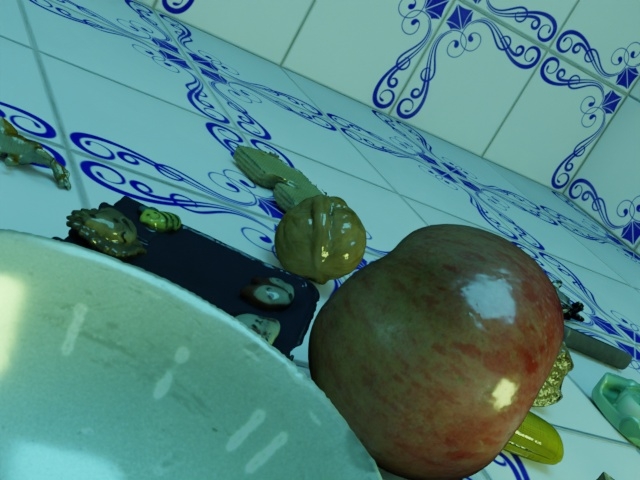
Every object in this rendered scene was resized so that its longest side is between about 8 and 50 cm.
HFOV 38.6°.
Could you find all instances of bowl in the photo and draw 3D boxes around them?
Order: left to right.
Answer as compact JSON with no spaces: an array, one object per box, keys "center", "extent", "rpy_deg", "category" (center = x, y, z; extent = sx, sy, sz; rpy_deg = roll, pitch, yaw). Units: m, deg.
[{"center":[-0.175,0.188,0.628],"extent":[0.434,0.196,0.435],"rpy_deg":[26,18,-9],"category":"bowl"}]

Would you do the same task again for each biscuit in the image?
[{"center":[-0.068,-0.112,1.880],"extent":[0.147,0.046,0.250],"rpy_deg":[9,28,-46],"category":"biscuit"}]

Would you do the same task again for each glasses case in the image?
[{"center":[0.253,0.262,1.334],"extent":[0.234,0.064,0.079],"rpy_deg":[25,24,-17],"category":"glasses case"},{"center":[0.589,0.228,1.998],"extent":[0.190,0.042,0.072],"rpy_deg":[23,12,-21],"category":"glasses case"}]

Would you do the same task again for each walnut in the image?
[{"center":[0.000,0.000,1.533],"extent":[0.166,0.149,0.167],"rpy_deg":[-1,38,1],"category":"walnut"}]

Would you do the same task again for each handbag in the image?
[{"center":[-0.174,0.071,1.091],"extent":[0.329,0.122,0.303],"rpy_deg":[29,18,0],"category":"handbag"}]

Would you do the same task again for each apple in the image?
[{"center":[0.130,0.123,1.108],"extent":[0.269,0.345,0.345],"rpy_deg":[31,17,11],"category":"apple"}]

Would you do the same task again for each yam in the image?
[{"center":[0.355,0.184,1.621],"extent":[0.128,0.129,0.238],"rpy_deg":[61,7,-23],"category":"yam"}]

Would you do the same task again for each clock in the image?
[{"center":[0.610,0.338,1.690],"extent":[0.159,0.066,0.211],"rpy_deg":[21,20,-25],"category":"clock"}]

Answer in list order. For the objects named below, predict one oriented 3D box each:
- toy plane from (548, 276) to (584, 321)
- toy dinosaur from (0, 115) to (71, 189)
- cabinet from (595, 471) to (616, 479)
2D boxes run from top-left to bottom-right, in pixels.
[{"center":[0.551,0.149,2.099],"extent":[0.246,0.078,0.169],"rpy_deg":[21,46,-37],"category":"toy plane"},{"center":[-0.465,-0.157,1.359],"extent":[0.212,0.057,0.142],"rpy_deg":[42,10,31],"category":"toy dinosaur"},{"center":[0.322,0.382,0.963],"extent":[0.145,0.150,0.206],"rpy_deg":[35,17,1],"category":"cabinet"}]
